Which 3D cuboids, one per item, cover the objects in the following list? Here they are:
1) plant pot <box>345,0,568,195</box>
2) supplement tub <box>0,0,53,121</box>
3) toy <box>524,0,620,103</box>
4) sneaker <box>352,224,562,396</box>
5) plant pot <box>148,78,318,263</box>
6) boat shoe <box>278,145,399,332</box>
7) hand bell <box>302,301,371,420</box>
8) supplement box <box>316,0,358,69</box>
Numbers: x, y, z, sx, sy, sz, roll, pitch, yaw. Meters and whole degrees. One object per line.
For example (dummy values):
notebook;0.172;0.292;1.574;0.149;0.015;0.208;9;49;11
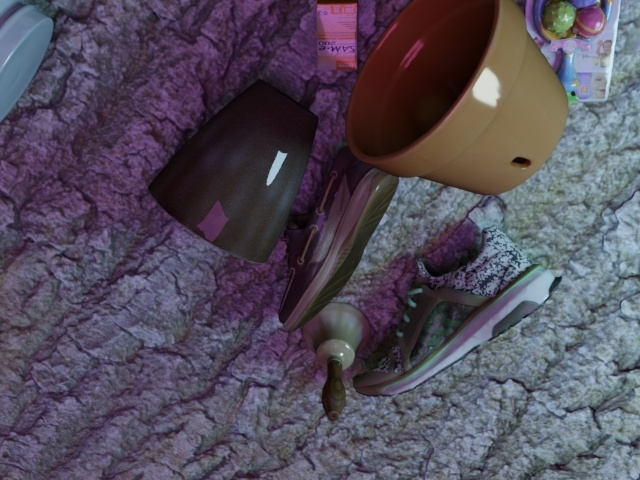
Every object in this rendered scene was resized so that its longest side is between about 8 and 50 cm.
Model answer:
plant pot;0.202;-0.193;1.078;0.203;0.291;0.291;29;116;-29
supplement tub;-0.568;-0.315;1.065;0.325;0.235;0.235;32;114;-12
toy;0.368;-0.312;1.115;0.137;0.056;0.237;0;117;2
sneaker;0.202;0.120;1.327;0.410;0.158;0.182;-38;78;21
plant pot;-0.108;-0.119;1.175;0.215;0.215;0.230;32;99;-13
boat shoe;0.000;0.000;1.276;0.123;0.123;0.342;38;122;17
hand bell;0.024;0.220;1.300;0.126;0.242;0.126;1;117;2
supplement box;0.025;-0.306;1.147;0.062;0.036;0.098;0;117;4
